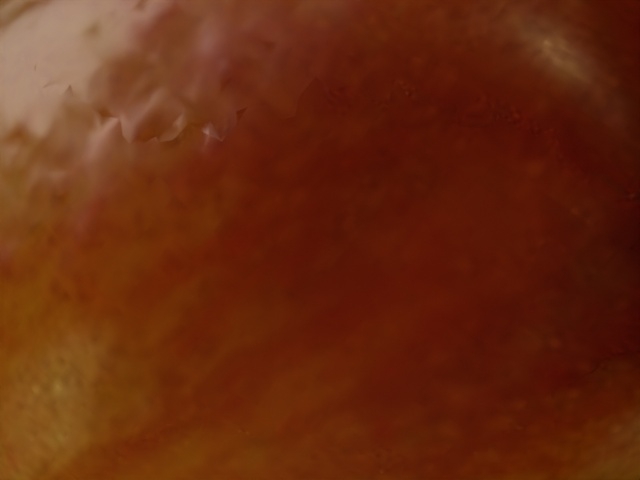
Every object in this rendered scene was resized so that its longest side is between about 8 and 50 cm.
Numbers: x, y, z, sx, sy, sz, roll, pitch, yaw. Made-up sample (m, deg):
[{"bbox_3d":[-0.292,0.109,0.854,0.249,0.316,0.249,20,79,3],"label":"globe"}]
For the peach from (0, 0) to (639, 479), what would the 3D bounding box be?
[{"bbox_3d":[-0.001,-0.005,0.470,0.289,0.289,0.308,-55,-7,-36],"label":"peach"}]
